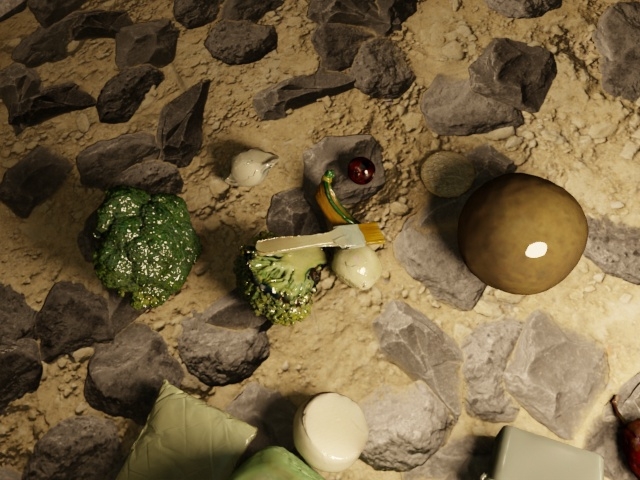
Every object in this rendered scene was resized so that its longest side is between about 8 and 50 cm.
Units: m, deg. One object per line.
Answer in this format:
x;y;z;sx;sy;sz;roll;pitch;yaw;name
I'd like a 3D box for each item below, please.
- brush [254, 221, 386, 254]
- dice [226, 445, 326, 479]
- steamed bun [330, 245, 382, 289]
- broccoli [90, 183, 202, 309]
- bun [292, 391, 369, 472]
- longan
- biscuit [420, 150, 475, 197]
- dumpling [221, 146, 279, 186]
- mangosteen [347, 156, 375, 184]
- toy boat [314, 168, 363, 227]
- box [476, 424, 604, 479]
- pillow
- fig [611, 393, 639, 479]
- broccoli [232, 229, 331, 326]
0.000;0.000;1.314;0.336;0.020;0.085;-6;49;-18;brush
-0.072;0.621;1.006;0.322;0.318;0.330;32;74;22;dice
0.094;0.059;1.355;0.130;0.091;0.112;33;73;22;steamed bun
-0.487;0.012;1.403;0.283;0.303;0.321;-7;58;41;broccoli
0.013;0.435;1.182;0.172;0.120;0.173;15;45;-16;bun
0.471;-0.020;1.232;0.297;0.297;0.298;-4;65;8;longan
0.353;-0.185;1.459;0.152;0.020;0.152;-3;66;7;biscuit
-0.205;-0.224;1.537;0.187;0.108;0.127;-19;39;20;dumpling
0.118;-0.197;1.476;0.080;0.081;0.081;-4;65;8;mangosteen
0.063;-0.085;1.422;0.088;0.089;0.230;-37;83;17;toy boat
0.454;0.484;1.071;0.243;0.163;0.135;14;60;17;box
-0.319;0.513;1.234;0.274;0.076;0.281;20;77;19;pillow
0.677;0.424;1.059;0.202;0.149;0.148;23;87;31;fig
-0.108;0.108;1.363;0.242;0.273;0.180;49;126;15;broccoli
